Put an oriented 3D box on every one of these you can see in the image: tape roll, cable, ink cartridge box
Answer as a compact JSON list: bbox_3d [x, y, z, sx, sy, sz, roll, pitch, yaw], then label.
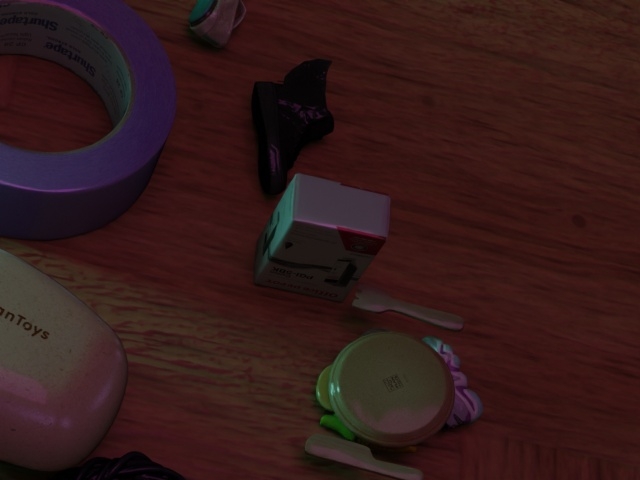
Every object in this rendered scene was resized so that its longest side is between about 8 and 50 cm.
[{"bbox_3d":[-0.285,-0.138,1.650,0.275,0.090,0.274,11,55,-16],"label":"tape roll"},{"bbox_3d":[-0.184,0.256,1.454,0.185,0.047,0.150,-7,61,-24],"label":"cable"},{"bbox_3d":[0.000,0.000,1.640,0.099,0.135,0.056,12,58,-13],"label":"ink cartridge box"}]

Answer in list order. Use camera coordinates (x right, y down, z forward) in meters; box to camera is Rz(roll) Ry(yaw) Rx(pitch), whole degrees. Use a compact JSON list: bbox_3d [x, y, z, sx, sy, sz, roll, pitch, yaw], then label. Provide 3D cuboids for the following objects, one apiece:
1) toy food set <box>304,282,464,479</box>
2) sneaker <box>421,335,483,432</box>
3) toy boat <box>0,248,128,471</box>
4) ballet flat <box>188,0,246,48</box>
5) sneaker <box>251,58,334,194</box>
[{"bbox_3d":[0.064,0.145,1.616,0.132,0.038,0.192,17,59,4],"label":"toy food set"},{"bbox_3d":[0.110,0.143,1.648,0.069,0.038,0.098,-20,67,-31],"label":"sneaker"},{"bbox_3d":[-0.329,0.142,1.430,0.267,0.148,0.318,35,45,-3],"label":"toy boat"},{"bbox_3d":[-0.100,-0.278,1.847,0.052,0.057,0.168,42,52,-27],"label":"ballet flat"},{"bbox_3d":[-0.023,-0.121,1.763,0.089,0.051,0.170,2,54,-15],"label":"sneaker"}]
